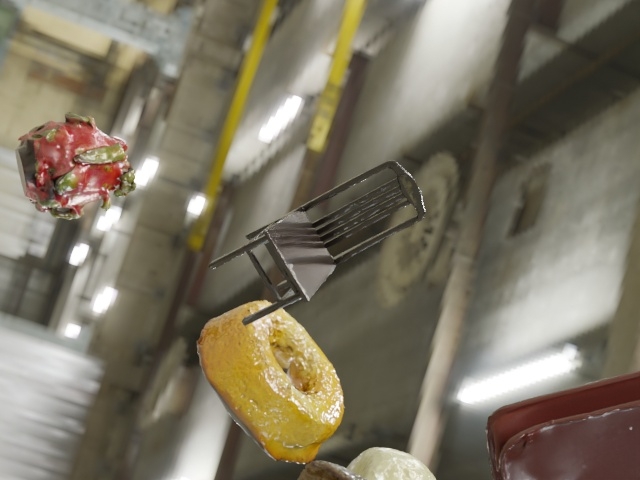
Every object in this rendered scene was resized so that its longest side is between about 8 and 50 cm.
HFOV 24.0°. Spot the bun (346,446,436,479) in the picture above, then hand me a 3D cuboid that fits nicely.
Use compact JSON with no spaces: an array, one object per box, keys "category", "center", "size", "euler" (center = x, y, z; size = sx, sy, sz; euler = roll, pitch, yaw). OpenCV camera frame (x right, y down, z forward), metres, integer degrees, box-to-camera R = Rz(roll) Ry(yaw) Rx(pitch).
[{"category":"bun","center":[0.086,0.527,2.507],"size":[0.352,0.227,0.349],"euler":[-41,-165,52]}]

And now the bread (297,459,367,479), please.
[{"category":"bread","center":[0.147,0.442,1.988],"size":[0.113,0.416,0.165],"euler":[-53,153,-7]}]

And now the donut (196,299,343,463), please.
[{"category":"donut","center":[-0.069,0.201,2.169],"size":[0.118,0.253,0.253],"euler":[-33,-151,19]}]

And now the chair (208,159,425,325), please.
[{"category":"chair","center":[0.000,0.000,1.548],"size":[0.212,0.084,0.101],"euler":[-26,-170,33]}]

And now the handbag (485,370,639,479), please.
[{"category":"handbag","center":[0.338,0.298,1.786],"size":[0.084,0.260,0.276],"euler":[-111,-171,-63]}]

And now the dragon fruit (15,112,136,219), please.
[{"category":"dragon fruit","center":[-0.374,-0.114,2.314],"size":[0.166,0.172,0.160],"euler":[-121,-157,-51]}]
